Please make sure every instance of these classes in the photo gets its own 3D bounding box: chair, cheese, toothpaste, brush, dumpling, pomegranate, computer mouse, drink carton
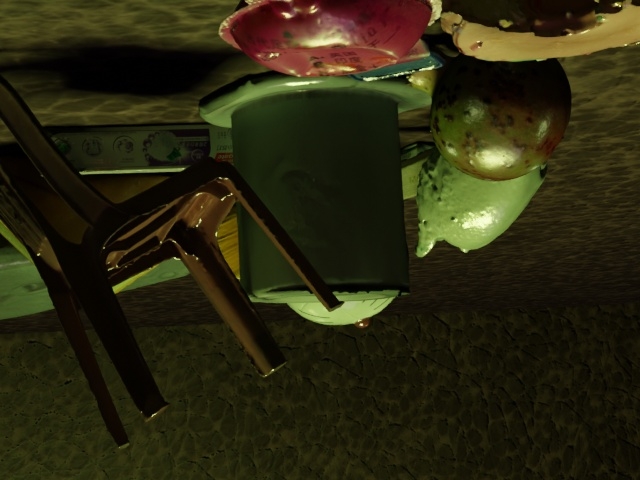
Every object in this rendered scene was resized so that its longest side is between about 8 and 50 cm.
[{"bbox_3d":[-0.164,-0.016,1.150,0.183,0.326,0.175,-28,170,-30],"label":"chair"},{"bbox_3d":[0.020,-0.145,0.984,0.155,0.062,0.244,-8,172,21],"label":"cheese"},{"bbox_3d":[-0.166,-0.083,1.344,0.196,0.047,0.040,-3,168,-12],"label":"toothpaste"},{"bbox_3d":[0.043,-0.045,1.411,0.336,0.085,0.020,-22,-152,-19],"label":"brush"},{"bbox_3d":[0.155,-0.071,1.386,0.108,0.153,0.219,36,125,-13],"label":"dumpling"},{"bbox_3d":[0.134,-0.104,1.124,0.130,0.130,0.130,-4,171,-1],"label":"pomegranate"},{"bbox_3d":[-0.287,-0.002,1.571,0.371,0.122,0.188,-10,163,10],"label":"computer mouse"},{"bbox_3d":[-0.007,-0.040,1.270,0.191,0.190,0.185,3,174,-36],"label":"drink carton"}]

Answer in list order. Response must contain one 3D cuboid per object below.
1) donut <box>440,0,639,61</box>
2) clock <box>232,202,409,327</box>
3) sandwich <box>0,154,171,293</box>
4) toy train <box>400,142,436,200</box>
[{"bbox_3d":[0.159,-0.160,0.938,0.166,0.065,0.117,-5,170,2],"label":"donut"},{"bbox_3d":[0.000,0.000,1.533,0.199,0.147,0.243,-15,148,23],"label":"clock"},{"bbox_3d":[-0.244,-0.042,1.419,0.144,0.187,0.117,-40,153,-20],"label":"sandwich"},{"bbox_3d":[0.065,-0.061,1.613,0.055,0.048,0.252,3,169,-27],"label":"toy train"}]
